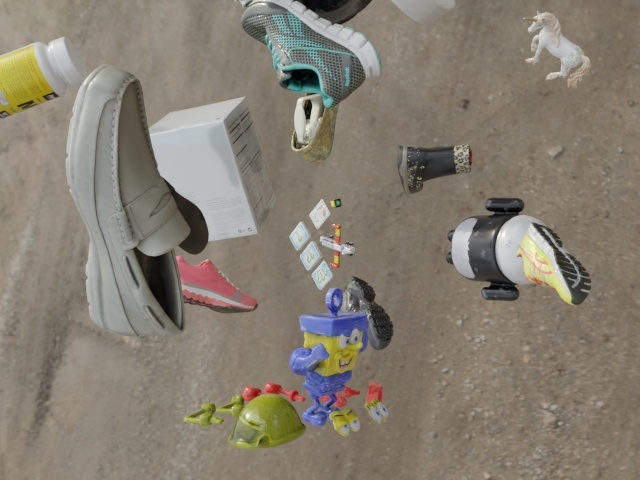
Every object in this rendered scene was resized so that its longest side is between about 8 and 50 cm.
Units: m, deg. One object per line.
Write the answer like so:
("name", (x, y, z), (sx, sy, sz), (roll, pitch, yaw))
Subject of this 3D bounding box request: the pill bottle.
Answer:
("pill bottle", (-0.610, -0.343, 1.394), (0.209, 0.119, 0.119), (-21, 62, -1))

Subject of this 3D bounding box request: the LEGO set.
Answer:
("LEGO set", (0.000, 0.000, 1.742), (0.244, 0.060, 0.182), (-49, 62, 44))

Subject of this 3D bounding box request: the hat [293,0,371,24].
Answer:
("hat", (0.034, -0.746, 2.059), (0.332, 0.134, 0.331), (-4, 64, 9))

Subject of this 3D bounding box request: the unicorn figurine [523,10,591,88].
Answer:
("unicorn figurine", (0.415, -0.347, 1.191), (0.060, 0.162, 0.111), (-65, 3, -23))

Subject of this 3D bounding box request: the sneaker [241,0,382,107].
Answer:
("sneaker", (-0.025, -0.184, 0.649), (0.167, 0.065, 0.076), (31, 73, 28))

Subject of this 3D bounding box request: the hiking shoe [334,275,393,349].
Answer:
("hiking shoe", (0.106, 0.202, 1.689), (0.114, 0.086, 0.226), (-48, 39, 24))

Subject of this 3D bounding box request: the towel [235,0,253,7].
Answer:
("towel", (-0.137, -0.731, 1.424), (0.321, 0.090, 0.374), (-15, 90, 62))

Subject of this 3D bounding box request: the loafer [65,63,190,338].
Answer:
("loafer", (-0.193, -0.027, 0.710), (0.112, 0.112, 0.319), (10, 127, 8))

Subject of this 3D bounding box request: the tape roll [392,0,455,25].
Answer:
("tape roll", (0.176, -0.682, 1.550), (0.072, 0.392, 0.391), (-32, 61, 31))

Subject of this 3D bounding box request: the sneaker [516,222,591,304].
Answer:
("sneaker", (0.444, 0.060, 1.287), (0.094, 0.082, 0.208), (-58, 26, 29))

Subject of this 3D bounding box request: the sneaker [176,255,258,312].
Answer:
("sneaker", (-0.304, 0.126, 1.906), (0.116, 0.314, 0.136), (-10, 66, 50))

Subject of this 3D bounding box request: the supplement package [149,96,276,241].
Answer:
("supplement package", (-0.244, -0.157, 1.500), (0.200, 0.198, 0.262), (-8, 115, 14))

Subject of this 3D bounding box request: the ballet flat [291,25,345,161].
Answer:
("ballet flat", (-0.004, -0.371, 1.671), (0.123, 0.123, 0.348), (21, 104, 43))

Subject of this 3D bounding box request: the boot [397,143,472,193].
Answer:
("boot", (0.295, -0.178, 1.688), (0.179, 0.236, 0.085), (-2, 74, 15))

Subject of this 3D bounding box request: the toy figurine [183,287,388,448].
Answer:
("toy figurine", (-0.024, 0.177, 1.052), (0.191, 0.363, 0.217), (13, 96, 36))

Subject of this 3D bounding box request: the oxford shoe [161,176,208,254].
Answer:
("oxford shoe", (-0.279, -0.054, 1.226), (0.076, 0.212, 0.076), (20, 63, 41))

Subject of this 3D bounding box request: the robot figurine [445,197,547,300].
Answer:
("robot figurine", (0.438, 0.021, 1.629), (0.278, 0.174, 0.209), (1, 126, 57))
